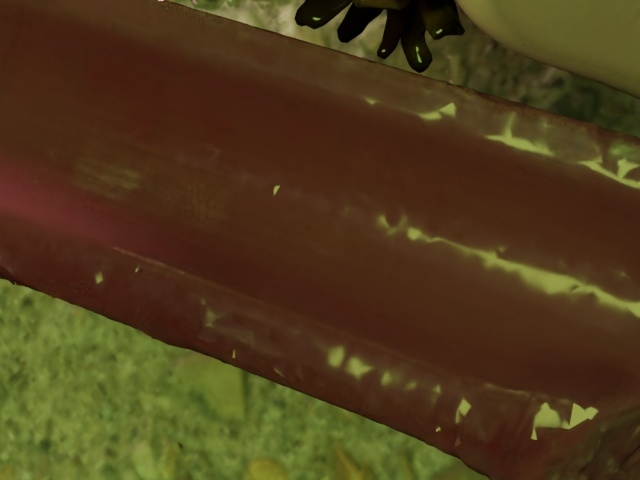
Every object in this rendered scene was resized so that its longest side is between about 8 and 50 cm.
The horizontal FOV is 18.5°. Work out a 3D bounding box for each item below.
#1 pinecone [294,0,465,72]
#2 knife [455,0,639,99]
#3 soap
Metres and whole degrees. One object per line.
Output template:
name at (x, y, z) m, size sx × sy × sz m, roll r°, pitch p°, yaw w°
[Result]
pinecone at (0.034, -0.204, 0.687) m, size 0.246 × 0.246 × 0.292 m, roll 11°, pitch 103°, yaw 24°
knife at (0.180, -0.050, 0.675) m, size 0.081 × 0.336 × 0.043 m, roll -55°, pitch 31°, yaw 19°
soap at (0.000, 0.000, 0.768) m, size 0.359 × 0.233 × 0.128 m, roll 19°, pitch 89°, yaw 24°
